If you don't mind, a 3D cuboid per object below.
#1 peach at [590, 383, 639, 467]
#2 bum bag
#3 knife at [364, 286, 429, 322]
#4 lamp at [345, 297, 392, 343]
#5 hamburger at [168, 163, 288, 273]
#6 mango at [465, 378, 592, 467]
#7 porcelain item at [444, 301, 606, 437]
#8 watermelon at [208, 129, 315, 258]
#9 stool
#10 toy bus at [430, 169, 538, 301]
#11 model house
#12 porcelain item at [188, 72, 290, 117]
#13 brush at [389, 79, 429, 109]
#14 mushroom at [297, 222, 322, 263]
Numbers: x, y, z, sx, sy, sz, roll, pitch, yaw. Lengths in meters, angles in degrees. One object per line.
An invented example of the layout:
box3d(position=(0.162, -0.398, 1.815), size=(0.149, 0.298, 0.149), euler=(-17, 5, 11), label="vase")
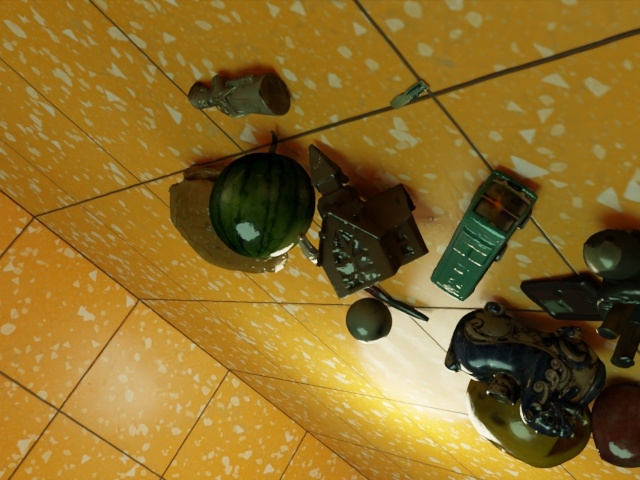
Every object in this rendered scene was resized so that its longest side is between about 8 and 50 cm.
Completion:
box3d(position=(0.564, 0.349, 1.323), size=(0.152, 0.152, 0.152), euler=(26, 155, 13), label="peach")
box3d(position=(0.413, 0.096, 1.174), size=(0.109, 0.026, 0.159), euler=(40, 160, -18), label="bum bag")
box3d(position=(0.126, 0.118, 1.559), size=(0.247, 0.018, 0.035), euler=(26, 158, 15), label="knife")
box3d(position=(0.109, 0.179, 1.590), size=(0.105, 0.105, 0.105), euler=(26, 155, 13), label="lamp")
box3d(position=(-0.188, -0.040, 1.482), size=(0.283, 0.145, 0.259), euler=(5, 144, 49), label="hamburger")
box3d(position=(0.431, 0.361, 1.472), size=(0.253, 0.182, 0.365), euler=(29, 169, 29), label="mango")
box3d(position=(0.358, 0.232, 1.285), size=(0.288, 0.186, 0.138), euler=(18, 158, 37), label="porcelain item")
box3d(position=(-0.101, -0.075, 1.261), size=(0.188, 0.215, 0.188), euler=(6, 174, 1), label="watermelon")
box3d(position=(0.439, 0.087, 0.980), size=(0.228, 0.139, 0.153), euler=(29, 155, 0), label="stool")
box3d(position=(0.244, 0.000, 1.091), size=(0.091, 0.109, 0.262), euler=(33, 156, 13), label="toy bus")
box3d(position=(0.057, -0.059, 1.190), size=(0.176, 0.181, 0.248), euler=(-26, 96, 18), label="model house")
box3d(position=(-0.146, -0.236, 1.165), size=(0.213, 0.054, 0.084), euler=(9, 146, 42), label="porcelain item")
box3d(position=(0.119, -0.197, 0.974), size=(0.016, 0.013, 0.083), euler=(36, 157, -15), label="brush")
box3d(position=(-0.002, 0.001, 1.249), size=(0.068, 0.043, 0.306), euler=(60, -166, -3), label="mushroom")
